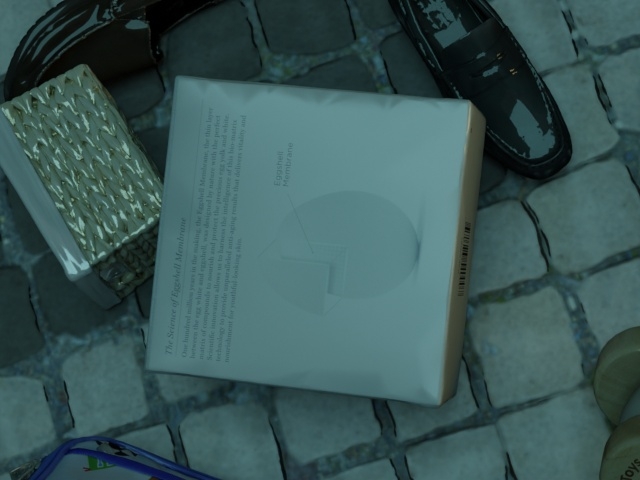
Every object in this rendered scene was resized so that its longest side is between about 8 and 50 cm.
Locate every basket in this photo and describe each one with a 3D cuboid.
[{"bbox_3d":[-0.185,-0.046,1.304,0.103,0.113,0.167,-34,73,-2],"label":"basket"}]

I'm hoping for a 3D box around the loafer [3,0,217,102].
[{"bbox_3d":[-0.171,-0.173,1.350,0.220,0.080,0.078,-44,73,-3],"label":"loafer"}]

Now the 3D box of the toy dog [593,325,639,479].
[{"bbox_3d":[0.348,0.145,1.134,0.333,0.161,0.220,-3,32,38],"label":"toy dog"}]

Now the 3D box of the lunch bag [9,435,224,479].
[{"bbox_3d":[-0.097,0.247,1.155,0.303,0.243,0.115,19,111,10],"label":"lunch bag"}]

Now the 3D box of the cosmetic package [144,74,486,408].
[{"bbox_3d":[0.000,0.000,1.229,0.224,0.138,0.224,6,90,10],"label":"cosmetic package"}]

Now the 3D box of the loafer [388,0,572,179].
[{"bbox_3d":[0.123,-0.144,1.293,0.076,0.078,0.223,-34,73,0],"label":"loafer"}]
